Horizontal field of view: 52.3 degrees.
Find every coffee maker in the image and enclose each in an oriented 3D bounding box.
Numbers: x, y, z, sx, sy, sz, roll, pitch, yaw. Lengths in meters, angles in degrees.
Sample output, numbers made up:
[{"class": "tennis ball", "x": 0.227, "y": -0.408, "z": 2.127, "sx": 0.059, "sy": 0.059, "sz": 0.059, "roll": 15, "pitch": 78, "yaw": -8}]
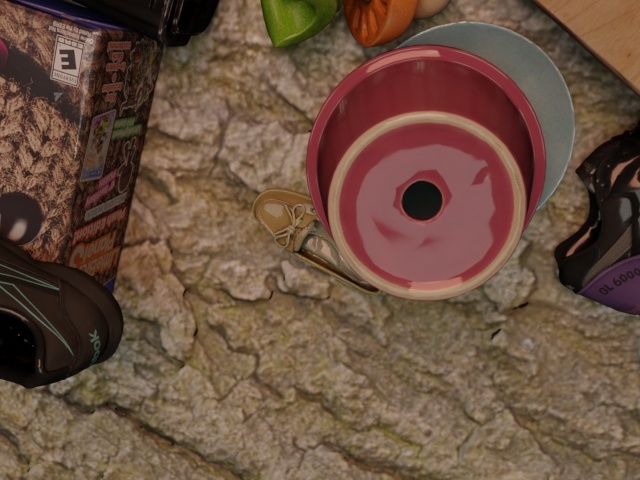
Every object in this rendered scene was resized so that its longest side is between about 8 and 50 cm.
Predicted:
[{"class": "coffee maker", "x": -0.181, "y": -0.232, "z": 0.529, "sx": 0.178, "sy": 0.171, "sz": 0.120, "roll": 24, "pitch": 133, "yaw": 3}]

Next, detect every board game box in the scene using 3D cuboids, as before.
[{"class": "board game box", "x": -0.305, "y": -0.083, "z": 0.607, "sx": 0.232, "sy": 0.141, "sz": 0.291, "roll": 17, "pitch": 108, "yaw": 2}]

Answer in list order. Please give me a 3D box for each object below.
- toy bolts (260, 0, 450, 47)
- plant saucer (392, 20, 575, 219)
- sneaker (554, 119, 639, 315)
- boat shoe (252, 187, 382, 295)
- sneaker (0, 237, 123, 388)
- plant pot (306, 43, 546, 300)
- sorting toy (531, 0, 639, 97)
[{"class": "toy bolts", "x": 0.043, "y": -0.281, "z": 0.486, "sx": 0.158, "sy": 0.228, "sz": 0.218, "roll": -10, "pitch": 81, "yaw": -18}, {"class": "plant saucer", "x": 0.128, "y": -0.097, "z": 0.596, "sx": 0.194, "sy": 0.037, "sz": 0.195, "roll": 2, "pitch": 106, "yaw": 8}, {"class": "sneaker", "x": 0.291, "y": -0.067, "z": 0.550, "sx": 0.124, "sy": 0.107, "sz": 0.283, "roll": 19, "pitch": 109, "yaw": 8}, {"class": "boat shoe", "x": -0.001, "y": 0.002, "z": 0.638, "sx": 0.153, "sy": 0.048, "sz": 0.056, "roll": 36, "pitch": 108, "yaw": -4}, {"class": "sneaker", "x": -0.290, "y": 0.031, "z": 0.511, "sx": 0.267, "sy": 0.106, "sz": 0.101, "roll": 24, "pitch": 110, "yaw": 1}, {"class": "plant pot", "x": 0.079, "y": -0.045, "z": 0.505, "sx": 0.201, "sy": 0.180, "sz": 0.201, "roll": 3, "pitch": 108, "yaw": 8}, {"class": "sorting toy", "x": 0.297, "y": -0.221, "z": 0.460, "sx": 0.257, "sy": 0.089, "sz": 0.255, "roll": -45, "pitch": 65, "yaw": 19}]
